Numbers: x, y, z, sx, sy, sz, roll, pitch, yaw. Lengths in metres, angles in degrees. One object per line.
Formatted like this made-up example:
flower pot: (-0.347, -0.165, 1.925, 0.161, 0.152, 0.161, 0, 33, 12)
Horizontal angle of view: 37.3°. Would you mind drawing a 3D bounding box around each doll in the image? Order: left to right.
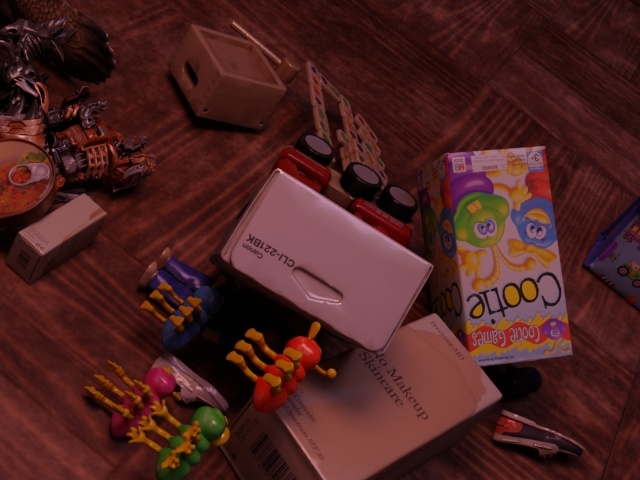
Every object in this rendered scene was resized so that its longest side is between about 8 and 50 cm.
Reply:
doll: (-0.126, 0.081, 1.171, 0.189, 0.046, 0.129, 35, 35, 1)

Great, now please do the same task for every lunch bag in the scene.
lunch bag: (0.633, -0.008, 1.602, 0.221, 0.293, 0.138, 40, 39, 7)

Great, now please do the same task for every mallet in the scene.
mallet: (0.257, 0.148, 1.386, 0.062, 0.039, 0.190, 3, 45, -32)

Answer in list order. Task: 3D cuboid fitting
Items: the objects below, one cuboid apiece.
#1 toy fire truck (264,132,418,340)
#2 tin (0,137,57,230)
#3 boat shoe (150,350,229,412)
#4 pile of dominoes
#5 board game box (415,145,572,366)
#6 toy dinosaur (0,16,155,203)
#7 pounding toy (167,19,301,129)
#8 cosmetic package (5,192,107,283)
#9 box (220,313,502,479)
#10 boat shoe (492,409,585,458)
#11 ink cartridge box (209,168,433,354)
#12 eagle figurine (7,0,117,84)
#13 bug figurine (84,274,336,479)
toy fire truck: (0.000, 0.000, 1.288, 0.217, 0.158, 0.246, 32, 28, -4)
tin: (-0.394, -0.056, 1.072, 0.189, 0.040, 0.106, -13, 67, -11)
boat shoe: (-0.151, 0.169, 1.079, 0.100, 0.035, 0.035, 39, 66, 0)
pile of dominoes: (0.061, -0.160, 1.493, 0.196, 0.040, 0.251, 39, 29, -38)
board game box: (0.228, 0.026, 1.276, 0.142, 0.144, 0.275, -5, 84, -11)
toy dinosaur: (-0.363, -0.150, 1.174, 0.322, 0.164, 0.219, 20, 53, -50)
pounding toy: (-0.129, -0.261, 1.494, 0.206, 0.094, 0.181, 7, 40, -43)
cosmetic package: (-0.310, -0.003, 1.118, 0.041, 0.060, 0.115, 41, 40, 5)
box: (0.054, 0.209, 1.106, 0.311, 0.121, 0.148, -19, 62, -45)
boat shoe: (0.295, 0.270, 1.279, 0.137, 0.049, 0.043, 24, 82, -17)
ink cartridge box: (-0.012, 0.026, 1.078, 0.197, 0.114, 0.273, 32, -6, -7)
eagle figurine: (-0.409, -0.363, 1.293, 0.226, 0.225, 0.298, -2, 57, -24)
bug figurine: (-0.123, 0.141, 0.988, 0.216, 0.279, 0.072, -46, 126, -17)
